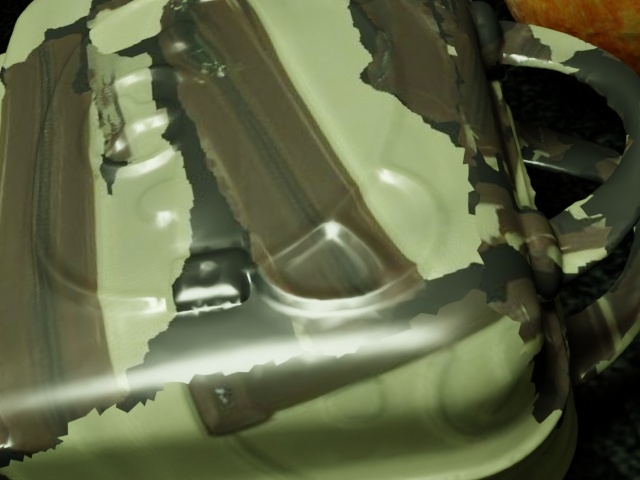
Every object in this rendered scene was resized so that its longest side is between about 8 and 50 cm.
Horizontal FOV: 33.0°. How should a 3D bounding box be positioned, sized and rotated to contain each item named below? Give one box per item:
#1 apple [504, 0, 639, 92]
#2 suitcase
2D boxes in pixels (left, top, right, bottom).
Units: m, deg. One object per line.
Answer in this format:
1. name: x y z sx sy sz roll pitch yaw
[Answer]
1. apple: 0.204 -0.166 0.627 0.195 0.173 0.160 -22 40 7
2. suitcase: 0.000 0.000 0.542 0.339 0.194 0.351 -9 45 6
